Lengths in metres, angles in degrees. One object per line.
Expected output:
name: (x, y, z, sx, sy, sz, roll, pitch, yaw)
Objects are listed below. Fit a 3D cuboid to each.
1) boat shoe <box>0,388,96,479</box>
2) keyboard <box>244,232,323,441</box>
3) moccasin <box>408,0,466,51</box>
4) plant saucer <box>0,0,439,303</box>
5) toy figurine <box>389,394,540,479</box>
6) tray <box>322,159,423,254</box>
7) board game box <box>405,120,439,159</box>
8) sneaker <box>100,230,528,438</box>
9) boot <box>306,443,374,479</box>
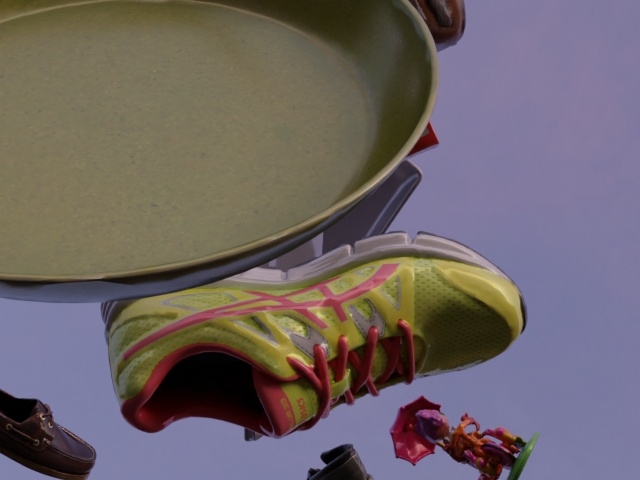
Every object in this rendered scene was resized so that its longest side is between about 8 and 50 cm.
boat shoe: (-0.352, 0.220, 1.324, 0.207, 0.073, 0.073, 28, -83, -26)
keyboard: (-0.026, 0.042, 0.787, 0.014, 0.072, 0.256, 31, -42, 28)
moccasin: (0.018, -0.213, 1.247, 0.146, 0.380, 0.139, -15, -82, -20)
plant saucer: (-0.077, -0.053, 0.417, 0.240, 0.241, 0.037, 9, -49, 11)
toy figurine: (0.155, 0.236, 1.285, 0.159, 0.130, 0.173, 26, -22, 14)
tray: (0.000, 0.000, 1.259, 0.145, 0.030, 0.270, 43, -74, 34)
board game box: (-0.009, -0.135, 0.904, 0.146, 0.045, 0.194, -25, -91, 3)
sneaker: (-0.003, 0.057, 0.535, 0.208, 0.094, 0.082, -6, -52, 1)
boot: (0.069, 0.259, 1.070, 0.161, 0.083, 0.246, 48, -45, 0)
